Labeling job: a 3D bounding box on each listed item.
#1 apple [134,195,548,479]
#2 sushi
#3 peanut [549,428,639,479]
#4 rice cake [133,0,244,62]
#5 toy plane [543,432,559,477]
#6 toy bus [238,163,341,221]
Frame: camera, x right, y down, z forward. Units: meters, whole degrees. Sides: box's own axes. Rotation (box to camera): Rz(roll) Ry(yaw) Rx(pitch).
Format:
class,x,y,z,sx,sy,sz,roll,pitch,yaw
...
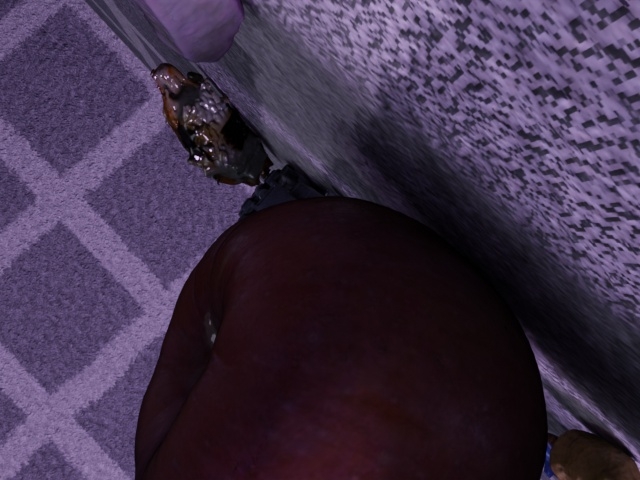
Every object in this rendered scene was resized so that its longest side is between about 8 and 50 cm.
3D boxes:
class,x,y,z,sx,sy,sz,roll,pitch,yaw
apple,0.010,0.116,0.539,0.235,0.305,0.306,23,-175,-17
sushi,-0.147,-0.143,1.083,0.226,0.097,0.103,46,175,-30
peanut,0.215,0.178,0.631,0.054,0.054,0.113,47,177,-1
rice cake,-0.094,-0.165,0.328,0.072,0.056,0.365,52,178,10
toy plane,0.279,0.255,0.812,0.167,0.054,0.062,48,152,-7
toy bus,0.000,0.000,0.952,0.138,0.097,0.342,41,179,-23
